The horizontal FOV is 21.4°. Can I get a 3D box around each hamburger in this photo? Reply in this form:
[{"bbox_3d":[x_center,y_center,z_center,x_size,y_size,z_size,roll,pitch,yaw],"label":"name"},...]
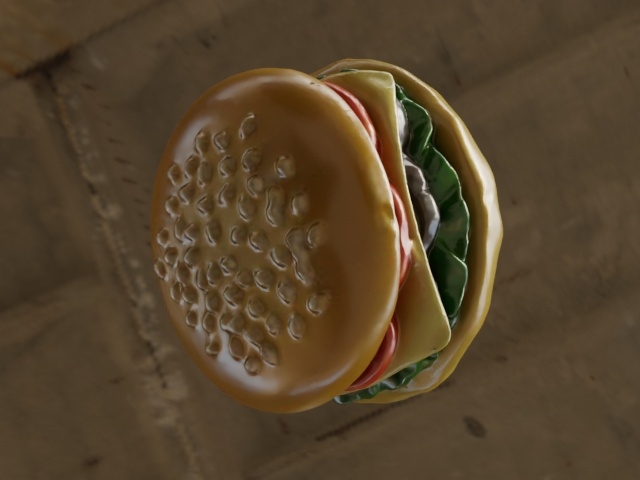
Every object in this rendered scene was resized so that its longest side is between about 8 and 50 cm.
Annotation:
[{"bbox_3d":[0.000,0.000,0.734,0.162,0.115,0.162,9,-78,46],"label":"hamburger"}]
